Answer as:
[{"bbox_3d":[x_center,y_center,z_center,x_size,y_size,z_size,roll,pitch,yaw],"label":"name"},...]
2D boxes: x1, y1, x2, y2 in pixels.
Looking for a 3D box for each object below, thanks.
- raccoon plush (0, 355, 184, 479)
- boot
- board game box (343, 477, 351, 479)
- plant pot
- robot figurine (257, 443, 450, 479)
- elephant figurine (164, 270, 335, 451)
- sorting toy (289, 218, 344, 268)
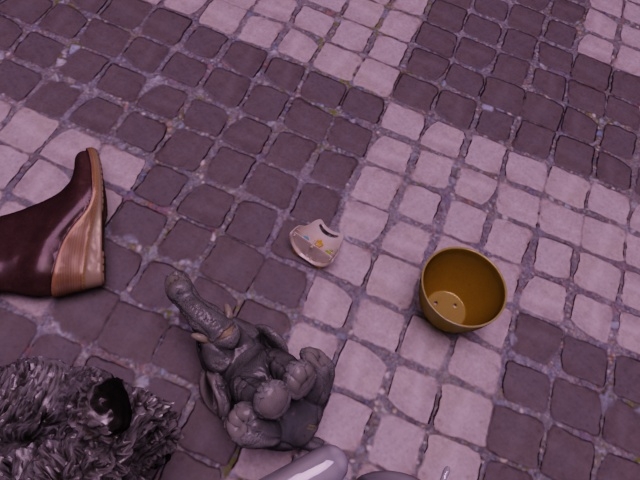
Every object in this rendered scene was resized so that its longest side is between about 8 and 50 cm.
[{"bbox_3d":[-0.344,0.294,0.679,0.446,0.216,0.299,2,57,19],"label":"raccoon plush"},{"bbox_3d":[-0.429,-0.034,0.972,0.206,0.090,0.249,-1,64,-13],"label":"boot"},{"bbox_3d":[0.056,0.479,0.783,0.317,0.066,0.319,23,59,3],"label":"board game box"},{"bbox_3d":[0.210,0.091,1.016,0.134,0.095,0.134,4,60,-7],"label":"plant pot"},{"bbox_3d":[0.022,0.376,0.680,0.353,0.200,0.300,-21,85,-20],"label":"robot figurine"},{"bbox_3d":[-0.104,0.168,0.891,0.239,0.186,0.169,30,19,37],"label":"elephant figurine"},{"bbox_3d":[0.000,0.000,1.063,0.083,0.045,0.075,34,53,10],"label":"sorting toy"}]
